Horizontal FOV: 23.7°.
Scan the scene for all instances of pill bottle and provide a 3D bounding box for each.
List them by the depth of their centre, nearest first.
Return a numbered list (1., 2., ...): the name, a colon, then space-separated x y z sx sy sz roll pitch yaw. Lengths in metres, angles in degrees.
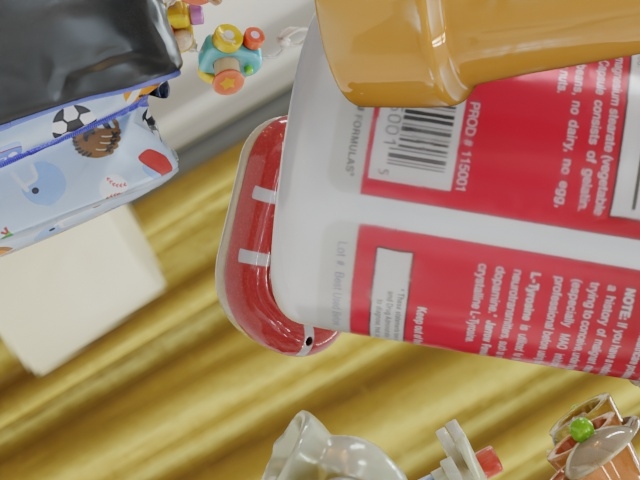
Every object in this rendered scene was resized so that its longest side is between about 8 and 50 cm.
1. pill bottle: 0.186 -0.026 0.998 0.229 0.408 0.229 10 90 -84

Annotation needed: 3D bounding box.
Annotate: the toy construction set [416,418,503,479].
1. toy construction set: 0.046 0.303 1.522 0.215 0.328 0.151 63 13 -6

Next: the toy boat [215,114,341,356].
1. toy boat: 0.000 0.000 1.456 0.151 0.231 0.151 8 7 -40

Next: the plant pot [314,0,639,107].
1. plant pot: 0.112 -0.168 0.780 0.205 0.188 0.205 3 90 -74

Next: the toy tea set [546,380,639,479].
1. toy tea set: 0.259 0.133 1.319 0.124 0.200 0.336 54 10 0

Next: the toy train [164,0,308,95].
1. toy train: -0.080 -0.173 1.258 0.166 0.125 0.046 36 41 -51

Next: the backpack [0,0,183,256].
1. backpack: -0.218 -0.095 0.968 0.263 0.277 0.213 -151 -134 -70

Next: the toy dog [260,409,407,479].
1. toy dog: 0.122 0.328 1.220 0.408 0.284 0.395 28 -24 -5
